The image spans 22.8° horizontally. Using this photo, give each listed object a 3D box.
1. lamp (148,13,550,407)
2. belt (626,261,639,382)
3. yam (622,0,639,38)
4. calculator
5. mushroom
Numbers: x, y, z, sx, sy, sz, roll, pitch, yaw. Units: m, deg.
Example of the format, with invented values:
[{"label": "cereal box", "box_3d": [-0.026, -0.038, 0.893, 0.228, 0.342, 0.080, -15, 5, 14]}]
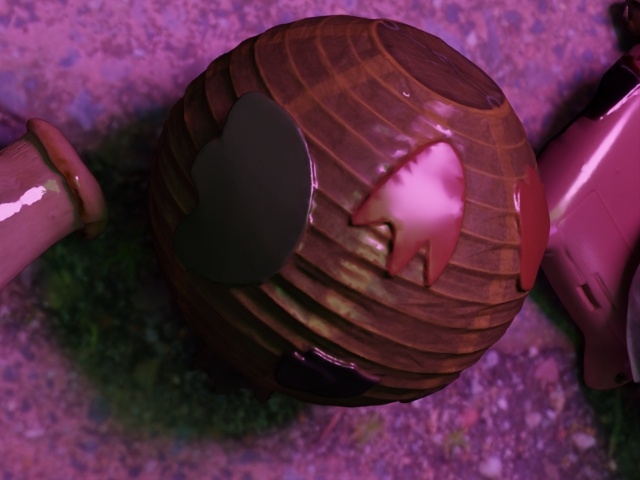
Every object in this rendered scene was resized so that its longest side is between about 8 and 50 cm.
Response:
[{"label": "lamp", "box_3d": [0.000, 0.000, 0.981, 0.250, 0.250, 0.284, 27, 117, -20]}, {"label": "belt", "box_3d": [0.428, 0.027, 1.155, 0.437, 0.173, 0.300, -9, 102, -34]}, {"label": "yam", "box_3d": [0.343, -0.190, 1.221, 0.264, 0.046, 0.046, -12, 93, -22]}, {"label": "calculator", "box_3d": [0.279, -0.054, 1.165, 0.329, 0.048, 0.220, -45, 118, -18]}, {"label": "mushroom", "box_3d": [-0.237, 0.021, 0.947, 0.108, 0.096, 0.247, 42, 68, 11]}]
